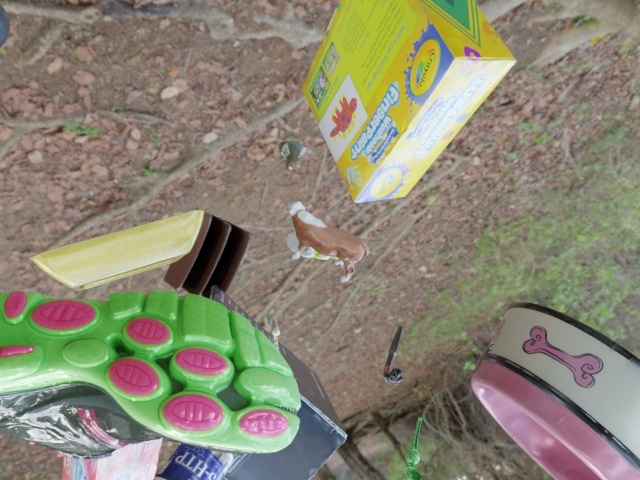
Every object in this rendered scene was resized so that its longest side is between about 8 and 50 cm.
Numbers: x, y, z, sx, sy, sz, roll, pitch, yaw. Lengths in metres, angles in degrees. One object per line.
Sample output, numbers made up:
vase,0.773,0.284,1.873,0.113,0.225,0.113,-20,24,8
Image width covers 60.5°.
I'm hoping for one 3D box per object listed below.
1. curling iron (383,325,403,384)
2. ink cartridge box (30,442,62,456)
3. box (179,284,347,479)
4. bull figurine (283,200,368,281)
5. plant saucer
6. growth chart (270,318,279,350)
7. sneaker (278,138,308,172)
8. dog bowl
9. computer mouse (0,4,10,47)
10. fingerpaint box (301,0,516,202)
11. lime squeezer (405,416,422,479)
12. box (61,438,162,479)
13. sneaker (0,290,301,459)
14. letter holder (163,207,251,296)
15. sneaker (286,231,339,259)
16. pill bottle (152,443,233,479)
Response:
curling iron,0.263,0.399,1.924,0.035,0.068,0.274,-52,-170,34
ink cartridge box,-0.631,0.481,1.457,0.231,0.078,0.134,-4,118,-43
box,-0.227,0.417,1.556,0.297,0.472,0.480,-49,-170,-3
bull figurine,0.000,0.000,1.740,0.101,0.311,0.188,-51,164,-43
plant saucer,-0.424,0.034,1.196,0.333,0.080,0.333,-18,-179,-21
growth chart,-0.104,0.288,1.186,0.021,0.237,0.172,4,172,-7
sneaker,-0.102,-0.279,1.765,0.064,0.086,0.192,-53,-174,26
dog bowl,0.417,0.293,0.874,0.150,0.408,0.408,-44,159,-8
computer mouse,-0.672,-0.337,1.051,0.262,0.060,0.184,-54,148,-35
fingerpaint box,0.157,-0.360,1.209,0.163,0.370,0.444,-10,153,-28
lime squeezer,0.348,0.814,2.009,0.059,0.310,0.109,6,139,-5
box,-0.448,0.470,1.173,0.142,0.154,0.299,-11,129,-45
sneaker,-0.255,0.180,0.707,0.202,0.484,0.185,85,17,-47
letter holder,-0.412,0.066,2.022,0.152,0.215,0.301,25,90,-43
sneaker,0.004,0.022,1.950,0.126,0.240,0.091,-3,107,-72
pill bottle,-0.267,0.479,1.081,0.186,0.112,0.112,-51,174,-43
